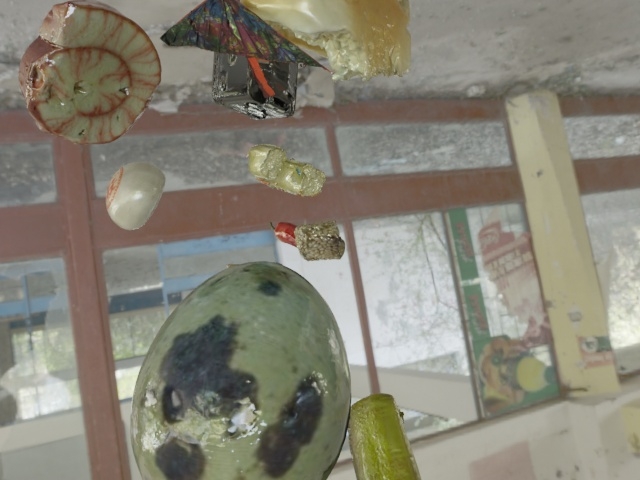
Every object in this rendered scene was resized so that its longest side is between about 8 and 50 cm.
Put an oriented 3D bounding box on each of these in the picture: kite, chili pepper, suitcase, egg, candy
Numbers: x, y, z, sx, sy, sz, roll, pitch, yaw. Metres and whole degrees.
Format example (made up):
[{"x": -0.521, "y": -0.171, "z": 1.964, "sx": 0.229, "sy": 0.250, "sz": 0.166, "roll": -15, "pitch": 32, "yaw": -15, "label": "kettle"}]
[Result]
[{"x": -0.089, "y": -0.246, "z": 0.675, "sx": 0.232, "sy": 0.189, "sz": 0.009, "roll": -6, "pitch": 152, "yaw": -35, "label": "kite"}, {"x": -0.079, "y": -0.012, "z": 1.705, "sx": 0.063, "sy": 0.071, "sz": 0.272, "roll": 12, "pitch": -170, "yaw": -42, "label": "chili pepper"}, {"x": -0.191, "y": -0.582, "z": 1.660, "sx": 0.194, "sy": 0.434, "sz": 0.283, "roll": 1, "pitch": 179, "yaw": 30, "label": "suitcase"}, {"x": -0.117, "y": 0.240, "z": 0.892, "sx": 0.345, "sy": 0.428, "sz": 0.345, "roll": 14, "pitch": 156, "yaw": 6, "label": "egg"}, {"x": 0.000, "y": 0.000, "z": 1.221, "sx": 0.110, "sy": 0.085, "sz": 0.095, "roll": -9, "pitch": 129, "yaw": -4, "label": "candy"}]

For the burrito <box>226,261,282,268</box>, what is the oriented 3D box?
[{"x": -0.202, "y": 0.093, "z": 1.688, "sx": 0.171, "sy": 0.051, "sz": 0.042, "roll": 0, "pitch": 175, "yaw": -13, "label": "burrito"}]

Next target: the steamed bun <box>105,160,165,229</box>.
[{"x": -0.613, "y": -0.155, "z": 1.780, "sx": 0.145, "sy": 0.232, "sz": 0.232, "roll": 28, "pitch": 154, "yaw": -29, "label": "steamed bun"}]

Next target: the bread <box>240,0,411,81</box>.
[{"x": 0.043, "y": -0.478, "z": 1.140, "sx": 0.424, "sy": 0.329, "sz": 0.245, "roll": 2, "pitch": 126, "yaw": -52, "label": "bread"}]

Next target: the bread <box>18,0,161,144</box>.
[{"x": -0.537, "y": -0.388, "z": 1.306, "sx": 0.114, "sy": 0.327, "sz": 0.295, "roll": 40, "pitch": -165, "yaw": 33, "label": "bread"}]

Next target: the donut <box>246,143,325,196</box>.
[{"x": -0.079, "y": -0.133, "z": 1.049, "sx": 0.108, "sy": 0.065, "sz": 0.166, "roll": 13, "pitch": 175, "yaw": 42, "label": "donut"}]

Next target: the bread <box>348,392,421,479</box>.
[{"x": 0.141, "y": 0.519, "z": 1.186, "sx": 0.112, "sy": 0.383, "sz": 0.166, "roll": 4, "pitch": 139, "yaw": -24, "label": "bread"}]
